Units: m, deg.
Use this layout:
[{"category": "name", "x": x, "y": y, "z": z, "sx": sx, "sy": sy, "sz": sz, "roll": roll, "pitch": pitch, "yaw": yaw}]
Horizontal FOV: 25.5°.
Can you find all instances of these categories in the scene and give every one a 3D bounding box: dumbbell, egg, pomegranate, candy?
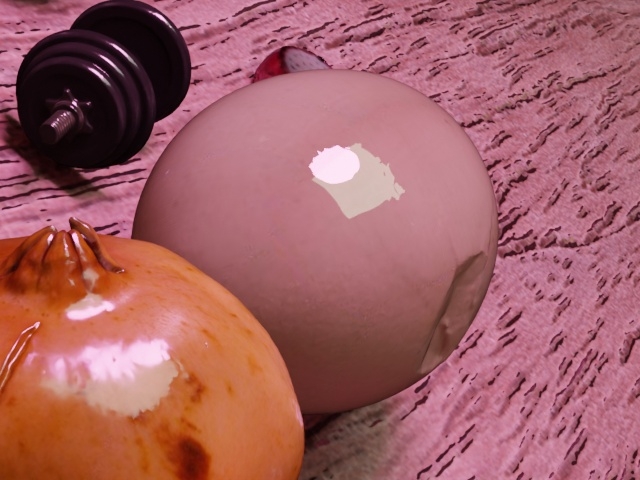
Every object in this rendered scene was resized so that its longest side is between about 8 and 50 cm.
[{"category": "dumbbell", "x": -0.150, "y": -0.111, "z": 0.985, "sx": 0.099, "sy": 0.099, "sz": 0.208, "roll": 40, "pitch": 28, "yaw": -6}, {"category": "egg", "x": 0.000, "y": 0.000, "z": 0.901, "sx": 0.269, "sy": 0.219, "sz": 0.219, "roll": -20, "pitch": 66, "yaw": -44}, {"category": "pomegranate", "x": -0.115, "y": 0.091, "z": 0.643, "sx": 0.209, "sy": 0.209, "sz": 0.209, "roll": 32, "pitch": 30, "yaw": -21}, {"category": "candy", "x": -0.011, "y": -0.127, "z": 1.250, "sx": 0.103, "sy": 0.043, "sz": 0.103, "roll": 32, "pitch": 29, "yaw": -20}]
